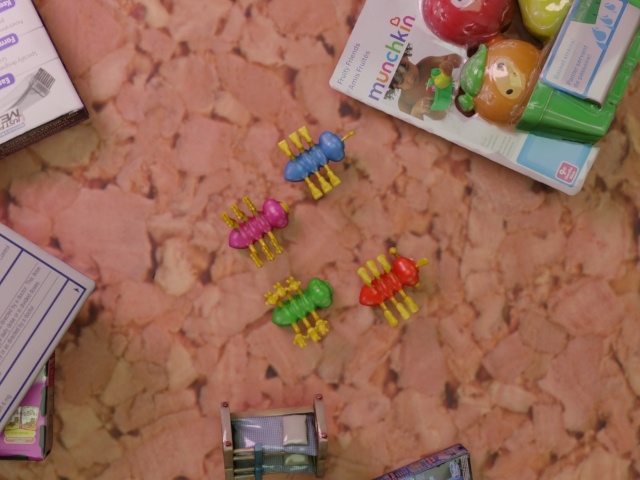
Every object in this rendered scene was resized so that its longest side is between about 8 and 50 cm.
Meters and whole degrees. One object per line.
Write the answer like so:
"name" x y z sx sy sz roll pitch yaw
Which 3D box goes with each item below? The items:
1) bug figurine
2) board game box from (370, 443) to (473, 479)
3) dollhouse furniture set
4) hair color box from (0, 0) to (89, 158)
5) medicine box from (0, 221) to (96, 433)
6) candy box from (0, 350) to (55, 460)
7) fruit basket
"bug figurine" 0.000 0.000 1.431 0.216 0.072 0.279 -30 97 1
"board game box" 0.108 0.379 1.447 0.194 0.060 0.194 -7 91 -5
"dollhouse furniture set" -0.051 0.300 1.356 0.129 0.129 0.184 -5 57 -6
"hair color box" -0.444 -0.270 1.369 0.185 0.110 0.339 -26 91 -7
"medicine box" -0.449 0.078 1.231 0.289 0.149 0.263 36 79 -21
"candy box" -0.415 0.153 1.388 0.159 0.071 0.233 3 90 -6
"fruit basket" 0.235 -0.274 1.412 0.353 0.165 0.327 25 87 -2
